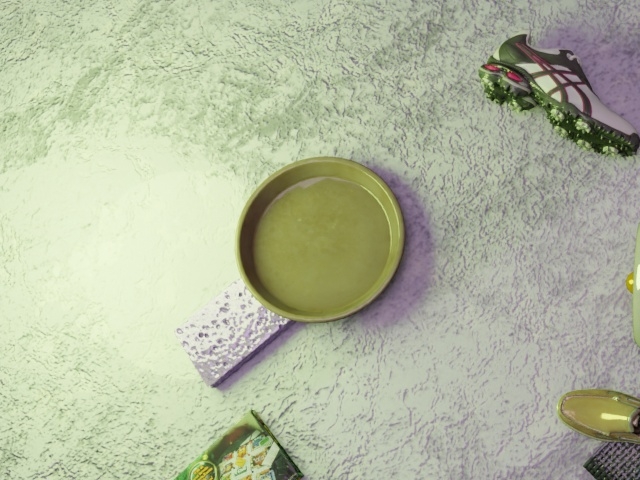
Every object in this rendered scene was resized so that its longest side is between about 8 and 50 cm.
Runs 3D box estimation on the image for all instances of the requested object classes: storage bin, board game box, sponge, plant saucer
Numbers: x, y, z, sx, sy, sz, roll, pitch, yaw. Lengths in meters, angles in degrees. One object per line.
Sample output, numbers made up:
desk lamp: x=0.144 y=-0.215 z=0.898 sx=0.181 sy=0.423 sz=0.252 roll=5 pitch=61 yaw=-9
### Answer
storage bin: x=0.453 y=0.274 z=1.376 sx=0.180 sy=0.122 sz=0.084 roll=-47 pitch=68 yaw=4
board game box: x=-0.163 y=0.405 z=1.612 sx=0.259 sy=0.030 sz=0.136 roll=-42 pitch=71 yaw=6
sponge: x=-0.130 y=0.132 z=1.659 sx=0.210 sy=0.031 sz=0.117 roll=-39 pitch=70 yaw=7
plant saucer: x=0.000 y=0.000 z=1.620 sx=0.277 sy=0.041 sz=0.278 roll=-4 pitch=72 yaw=11

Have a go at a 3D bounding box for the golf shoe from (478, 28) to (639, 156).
golf shoe: x=0.373 y=-0.226 z=1.528 sx=0.272 sy=0.105 sz=0.120 roll=34 pitch=84 yaw=22

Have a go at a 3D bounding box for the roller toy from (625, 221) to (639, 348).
roller toy: x=0.491 y=0.057 z=1.373 sx=0.146 sy=0.191 sz=0.210 roll=2 pitch=79 yaw=20

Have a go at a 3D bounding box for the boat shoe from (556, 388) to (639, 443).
boat shoe: x=0.397 y=0.228 z=1.299 sx=0.189 sy=0.072 sz=0.068 roll=7 pitch=80 yaw=21
